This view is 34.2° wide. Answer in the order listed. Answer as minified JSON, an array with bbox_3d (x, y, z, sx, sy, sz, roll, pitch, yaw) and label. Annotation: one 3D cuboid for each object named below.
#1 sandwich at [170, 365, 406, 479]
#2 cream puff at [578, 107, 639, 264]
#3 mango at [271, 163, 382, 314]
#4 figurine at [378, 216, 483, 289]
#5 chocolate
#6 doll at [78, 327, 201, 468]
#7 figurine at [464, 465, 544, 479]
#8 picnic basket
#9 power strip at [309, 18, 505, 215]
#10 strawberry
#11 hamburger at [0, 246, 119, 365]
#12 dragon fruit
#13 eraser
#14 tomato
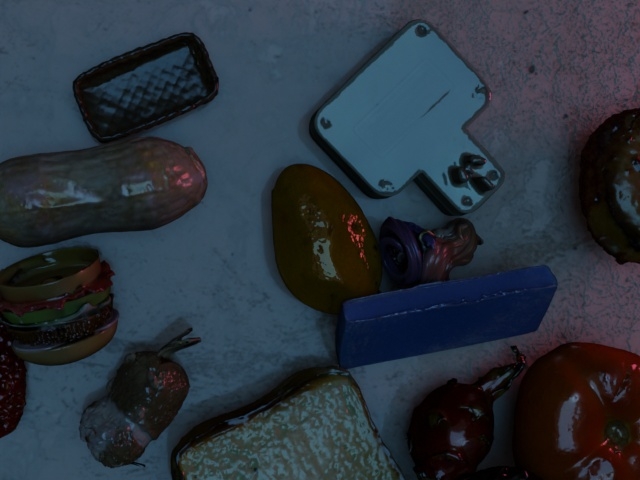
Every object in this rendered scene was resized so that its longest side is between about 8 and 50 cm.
[{"bbox_3d":[-0.043,0.343,1.460,0.301,0.099,0.271,-26,86,-16],"label":"sandwich"},{"bbox_3d":[0.483,-0.077,1.535,0.240,0.164,0.240,3,83,-24],"label":"cream puff"},{"bbox_3d":[0.000,0.000,1.468,0.147,0.109,0.227,-28,96,-7],"label":"mango"},{"bbox_3d":[0.161,0.022,1.502,0.157,0.126,0.114,1,61,-23],"label":"figurine"},{"bbox_3d":[-0.304,-0.066,1.396,0.309,0.134,0.134,-9,93,-11],"label":"chocolate"},{"bbox_3d":[-0.244,0.209,1.430,0.115,0.105,0.221,35,83,-47],"label":"doll"},{"bbox_3d":[0.271,0.457,1.458,0.281,0.167,0.370,1,129,23],"label":"figurine"},{"bbox_3d":[-0.240,-0.209,1.442,0.193,0.055,0.110,-23,89,-9],"label":"picnic basket"},{"bbox_3d":[0.147,-0.152,1.481,0.229,0.141,0.261,-44,96,-6],"label":"power strip"},{"bbox_3d":[-0.460,0.182,1.402,0.121,0.082,0.188,0,95,-8],"label":"strawberry"},{"bbox_3d":[-0.348,0.094,1.386,0.175,0.175,0.136,-13,110,-10],"label":"hamburger"},{"bbox_3d":[0.218,0.251,1.516,0.125,0.125,0.246,43,80,10],"label":"dragon fruit"},{"bbox_3d":[0.175,0.110,1.494,0.312,0.144,0.042,-10,57,-10],"label":"eraser"},{"bbox_3d":[0.399,0.267,1.518,0.260,0.180,0.259,0,91,-13],"label":"tomato"}]
